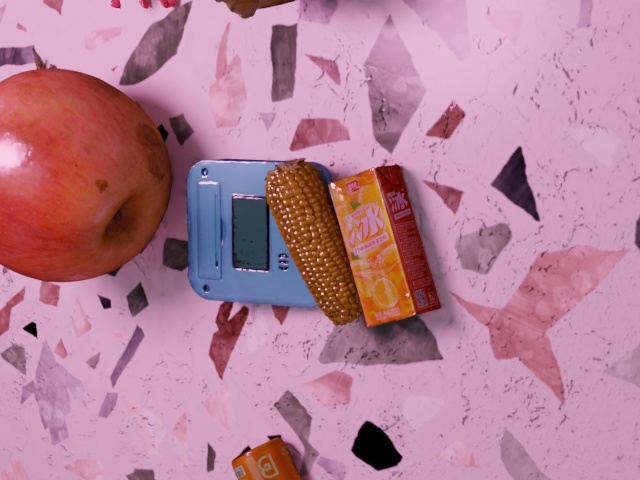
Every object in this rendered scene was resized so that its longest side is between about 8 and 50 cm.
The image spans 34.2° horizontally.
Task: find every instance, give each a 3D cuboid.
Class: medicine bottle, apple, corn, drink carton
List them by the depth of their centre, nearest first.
[{"bbox_3d":[0.093,0.008,1.529,0.096,0.071,0.223,-19,84,38],"label":"drink carton"},{"bbox_3d":[-0.005,0.002,1.562,0.091,0.091,0.260,-24,92,21],"label":"corn"},{"bbox_3d":[-0.066,0.427,1.702,0.096,0.096,0.192,-35,75,36],"label":"medicine bottle"},{"bbox_3d":[-0.424,-0.102,1.741,0.364,0.364,0.364,7,101,37],"label":"apple"}]

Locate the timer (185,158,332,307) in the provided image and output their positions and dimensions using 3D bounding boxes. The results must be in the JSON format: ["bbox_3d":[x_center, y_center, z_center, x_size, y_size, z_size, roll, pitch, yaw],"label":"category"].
[{"bbox_3d":[-0.088,-0.016,1.681,0.250,0.091,0.232,5,99,25],"label":"timer"}]

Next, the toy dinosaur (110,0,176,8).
[{"bbox_3d":[-0.356,-0.483,1.726,0.286,0.070,0.139,31,127,-9],"label":"toy dinosaur"}]

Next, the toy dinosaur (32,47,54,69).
[{"bbox_3d":[-0.532,-0.318,1.991,0.120,0.029,0.060,52,141,22],"label":"toy dinosaur"}]

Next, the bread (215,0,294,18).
[{"bbox_3d":[-0.122,-0.502,1.488,0.239,0.264,0.395,-37,58,9],"label":"bread"}]
